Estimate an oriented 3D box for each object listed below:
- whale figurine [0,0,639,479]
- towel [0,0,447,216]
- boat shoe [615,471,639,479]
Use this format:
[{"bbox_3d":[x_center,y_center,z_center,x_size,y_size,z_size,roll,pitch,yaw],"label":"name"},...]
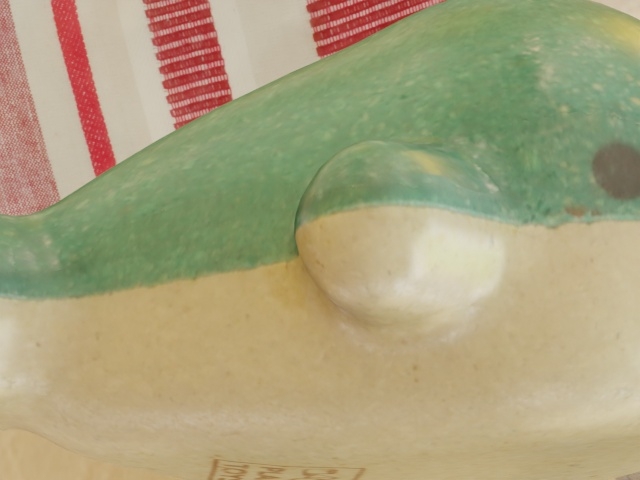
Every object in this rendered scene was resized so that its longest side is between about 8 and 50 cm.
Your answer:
[{"bbox_3d":[0.000,0.000,0.538,0.272,0.216,0.141,-1,75,-5],"label":"whale figurine"},{"bbox_3d":[-0.054,-0.110,0.970,0.329,0.237,0.037,-14,13,-2],"label":"towel"},{"bbox_3d":[0.284,0.150,1.157,0.121,0.335,0.119,22,73,49],"label":"boat shoe"}]
